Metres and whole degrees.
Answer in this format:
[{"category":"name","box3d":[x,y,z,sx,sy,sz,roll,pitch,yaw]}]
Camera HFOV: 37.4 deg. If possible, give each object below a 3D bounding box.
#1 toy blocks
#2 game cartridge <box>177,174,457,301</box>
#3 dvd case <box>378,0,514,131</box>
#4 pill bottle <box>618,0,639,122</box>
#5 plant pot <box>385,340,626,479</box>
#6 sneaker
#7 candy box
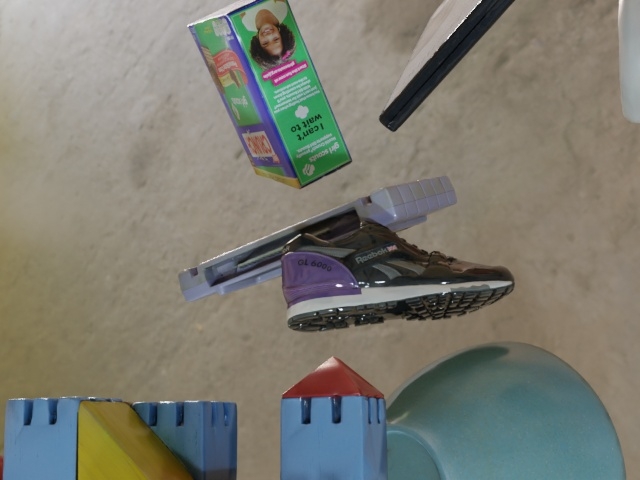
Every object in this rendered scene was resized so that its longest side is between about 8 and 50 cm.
[{"category":"toy blocks","box3d":[-0.110,0.201,0.530,0.382,0.191,0.260,-6,77,20]},{"category":"game cartridge","box3d":[0.000,0.000,1.341,0.355,0.230,0.068,-22,83,30]},{"category":"dvd case","box3d":[0.136,-0.213,0.835,0.180,0.022,0.253,-47,10,36]},{"category":"pill bottle","box3d":[0.462,-0.207,0.952,0.302,0.169,0.169,0,68,21]},{"category":"plant pot","box3d":[0.151,0.259,1.027,0.290,0.195,0.290,-3,87,47]},{"category":"sneaker","box3d":[0.094,0.028,1.131,0.107,0.283,0.124,117,147,-66]},{"category":"candy box","box3d":[-0.093,-0.265,1.677,0.122,0.317,0.268,-29,17,-14]}]
